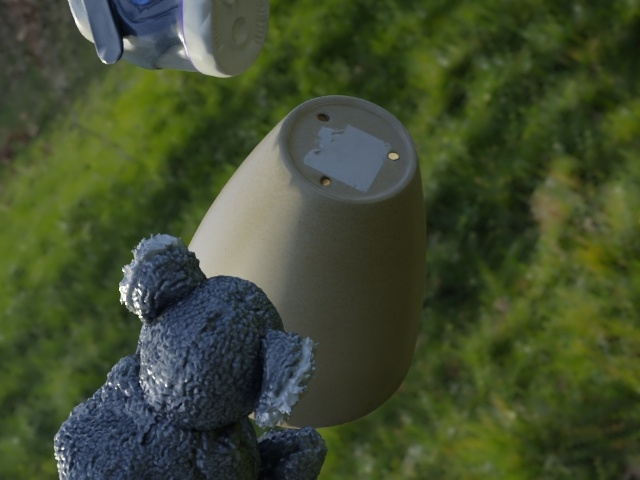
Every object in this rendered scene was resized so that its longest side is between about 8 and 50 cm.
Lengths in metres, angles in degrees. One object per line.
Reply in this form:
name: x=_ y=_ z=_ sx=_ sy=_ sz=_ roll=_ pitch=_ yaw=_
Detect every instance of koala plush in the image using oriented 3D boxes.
koala plush: x=-0.091 y=0.113 z=1.289 sx=0.203 sy=0.196 sz=0.221 roll=-33 pitch=-21 yaw=-45

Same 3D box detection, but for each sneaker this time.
sneaker: x=-0.161 y=-0.314 z=1.556 sx=0.130 sy=0.236 sz=0.323 roll=-25 pitch=-55 yaw=-48

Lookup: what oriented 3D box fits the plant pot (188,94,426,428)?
plant pot: x=0.000 y=0.000 z=1.621 sx=0.274 sy=0.256 sz=0.256 roll=109 pitch=180 yaw=-51
